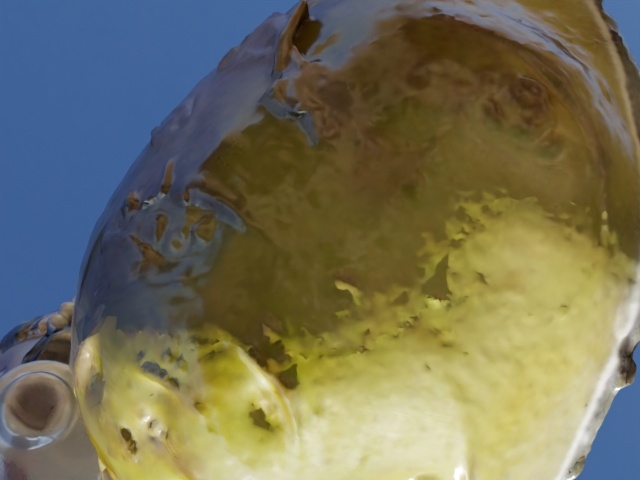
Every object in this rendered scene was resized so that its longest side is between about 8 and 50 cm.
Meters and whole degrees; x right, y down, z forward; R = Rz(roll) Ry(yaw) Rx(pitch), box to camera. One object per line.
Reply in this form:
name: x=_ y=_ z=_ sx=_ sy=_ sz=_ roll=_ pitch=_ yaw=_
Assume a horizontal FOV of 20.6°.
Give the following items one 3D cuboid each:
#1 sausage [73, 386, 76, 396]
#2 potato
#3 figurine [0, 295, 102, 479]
sausage: x=-0.107 y=0.108 z=1.179 sx=0.024 sy=0.132 sz=0.024 roll=-28 pitch=-57 yaw=-58
potato: x=0.000 y=0.000 z=0.760 sx=0.196 sy=0.246 sz=0.299 roll=13 pitch=-88 yaw=-33
figurine: x=-0.216 y=0.211 z=1.361 sx=0.211 sy=0.253 sz=0.361 roll=40 pitch=-131 yaw=-9
